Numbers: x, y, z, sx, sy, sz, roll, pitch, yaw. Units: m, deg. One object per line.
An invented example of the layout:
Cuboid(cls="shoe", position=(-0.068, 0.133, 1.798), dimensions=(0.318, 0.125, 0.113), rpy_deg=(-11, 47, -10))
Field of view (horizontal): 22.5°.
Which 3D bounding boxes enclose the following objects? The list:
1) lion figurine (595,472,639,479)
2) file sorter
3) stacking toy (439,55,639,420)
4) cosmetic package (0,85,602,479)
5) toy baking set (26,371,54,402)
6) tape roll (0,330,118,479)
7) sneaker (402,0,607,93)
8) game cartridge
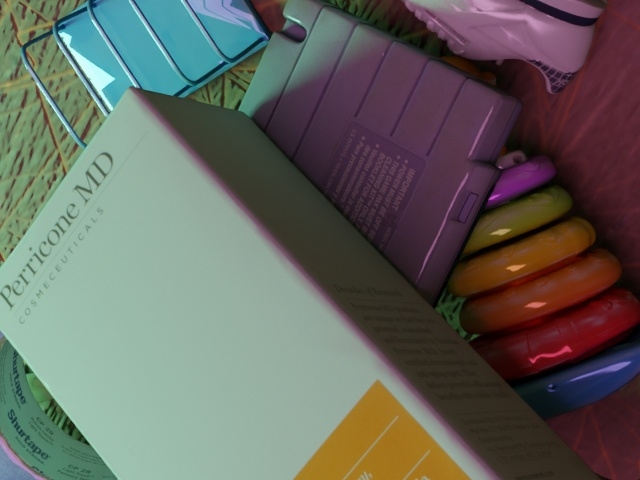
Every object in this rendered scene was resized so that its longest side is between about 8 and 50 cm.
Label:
Cuboid(cls="lion figurine", position=(0.130, 0.204, 1.333), dimensions=(0.240, 0.392, 0.142), rpy_deg=(25, 72, -8))
Cuboid(cls="file sorter", position=(-0.154, -0.169, 1.380), dimensions=(0.170, 0.104, 0.118), rpy_deg=(-29, 98, 25))
Cuboid(cls="stacking toy", position=(0.155, -0.011, 1.330), dimensions=(0.175, 0.166, 0.302), rpy_deg=(-22, 91, 16))
Cuboid(cls="cosmetic package", position=(-0.029, 0.116, 1.203), dimensions=(0.453, 0.161, 0.230), rpy_deg=(46, 109, 26))
Cuboid(cls="toy baking set", position=(-0.392, 0.104, 1.601), dimensions=(0.256, 0.030, 0.197), rpy_deg=(44, 116, -2))
Cuboid(cls="tape roll", position=(-0.209, 0.134, 1.507), dimensions=(0.275, 0.090, 0.274), rpy_deg=(3, 108, 11))
Cuboid(cls="sneaker", position=(0.110, -0.199, 1.299), dimensions=(0.235, 0.090, 0.095), rpy_deg=(26, 125, 9))
Cuboid(cls="game cartridge", position=(0.000, 0.000, 1.321), dimensions=(0.230, 0.068, 0.355), rpy_deg=(31, 102, 25))
